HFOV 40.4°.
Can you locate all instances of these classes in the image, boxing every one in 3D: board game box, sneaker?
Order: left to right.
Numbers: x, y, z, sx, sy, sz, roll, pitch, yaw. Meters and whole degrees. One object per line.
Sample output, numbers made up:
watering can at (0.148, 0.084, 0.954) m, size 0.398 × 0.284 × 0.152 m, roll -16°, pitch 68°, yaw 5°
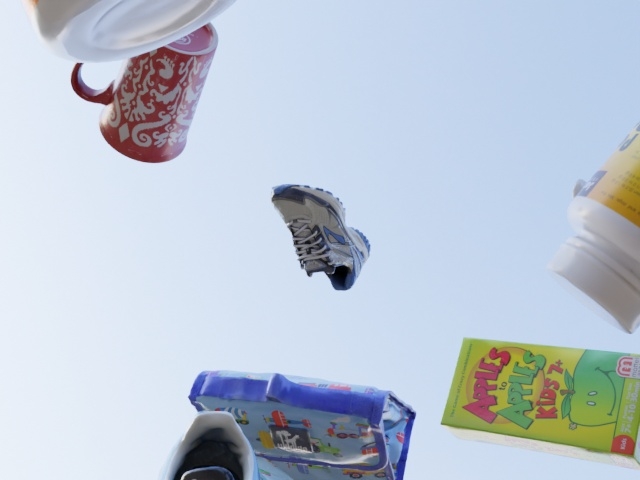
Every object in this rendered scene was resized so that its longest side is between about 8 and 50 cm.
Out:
sneaker at (-0.080, 0.209, 0.574) m, size 0.085 × 0.237 × 0.086 m, roll -2°, pitch -59°, yaw -5°
sneaker at (0.000, 0.000, 0.758) m, size 0.052 × 0.058 × 0.135 m, roll -5°, pitch -33°, yaw 37°
board game box at (0.209, 0.146, 0.799) m, size 0.181 × 0.092 × 0.043 m, roll 2°, pitch -28°, yaw 37°

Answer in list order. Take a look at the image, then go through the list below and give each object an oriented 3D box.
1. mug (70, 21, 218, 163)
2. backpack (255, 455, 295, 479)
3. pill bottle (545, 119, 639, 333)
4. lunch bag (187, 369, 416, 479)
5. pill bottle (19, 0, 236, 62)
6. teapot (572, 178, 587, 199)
mug at (-0.206, -0.188, 1.030) m, size 0.169 × 0.150 × 0.113 m, roll -56°, pitch -133°, yaw 44°
backpack at (-0.074, 0.315, 0.886) m, size 0.188 × 0.144 × 0.166 m, roll 40°, pitch -82°, yaw 26°
pill bottle at (0.274, -0.035, 0.669) m, size 0.117 × 0.117 × 0.215 m, roll 40°, pitch -88°, yaw 3°
lunch bag at (-0.015, 0.214, 1.056) m, size 0.221 × 0.138 × 0.293 m, roll 5°, pitch -26°, yaw 15°
pill bottle at (-0.130, -0.215, 0.451) m, size 0.121 × 0.121 × 0.221 m, roll -27°, pitch -93°, yaw 39°
teapot at (0.398, 0.038, 0.858) m, size 0.252 × 0.256 × 0.187 m, roll 23°, pitch -44°, yaw -14°
